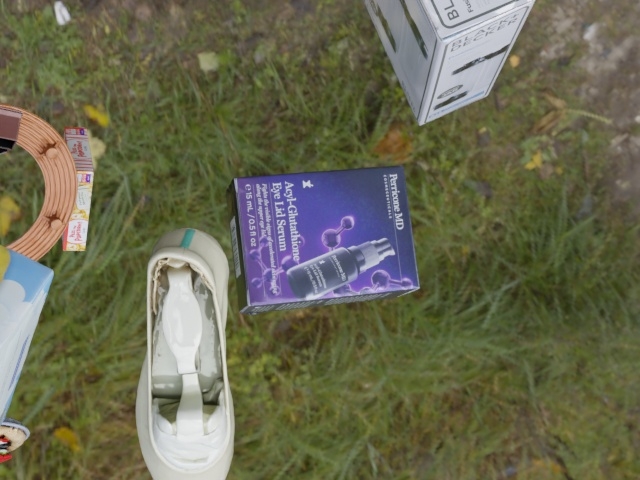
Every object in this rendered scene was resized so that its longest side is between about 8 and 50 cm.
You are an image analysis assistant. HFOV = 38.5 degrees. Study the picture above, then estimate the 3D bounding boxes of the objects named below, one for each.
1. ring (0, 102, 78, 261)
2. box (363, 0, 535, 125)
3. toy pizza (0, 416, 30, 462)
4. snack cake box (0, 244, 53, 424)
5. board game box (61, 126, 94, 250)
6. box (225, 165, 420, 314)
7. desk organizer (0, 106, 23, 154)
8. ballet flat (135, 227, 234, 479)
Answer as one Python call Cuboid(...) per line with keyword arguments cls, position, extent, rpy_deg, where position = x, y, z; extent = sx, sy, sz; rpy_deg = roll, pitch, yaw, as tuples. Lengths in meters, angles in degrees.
Cuboid(cls="ring", position=(-0.576, -0.073, 1.569), extent=(0.337, 0.032, 0.336), rpy_deg=(-17, 125, -27))
Cuboid(cls="box", position=(0.111, -0.233, 0.886), extent=(0.087, 0.169, 0.290), rpy_deg=(-23, 172, 0))
Cuboid(cls="toy pizza", position=(-0.381, 0.206, 0.873), extent=(0.201, 0.032, 0.201), rpy_deg=(-11, 160, -4))
Cuboid(cls="snack cake box", position=(-0.297, 0.033, 0.495), extent=(0.264, 0.089, 0.152), rpy_deg=(27, 130, -6))
Cuboid(cls="board game box", position=(-0.475, -0.099, 1.778), extent=(0.045, 0.146, 0.193), rpy_deg=(0, 130, -21))
Cuboid(cls="box", position=(0.000, 0.000, 1.092), extent=(0.207, 0.153, 0.108), rpy_deg=(-7, 172, -12))
Cuboid(cls="desk organizer", position=(-0.513, -0.164, 1.467), extent=(0.047, 0.050, 0.130), rpy_deg=(11, 160, -24))
Cuboid(cls="ballet flat", position=(-0.112, 0.115, 0.757), extent=(0.086, 0.086, 0.248), rpy_deg=(-5, 101, -19))
